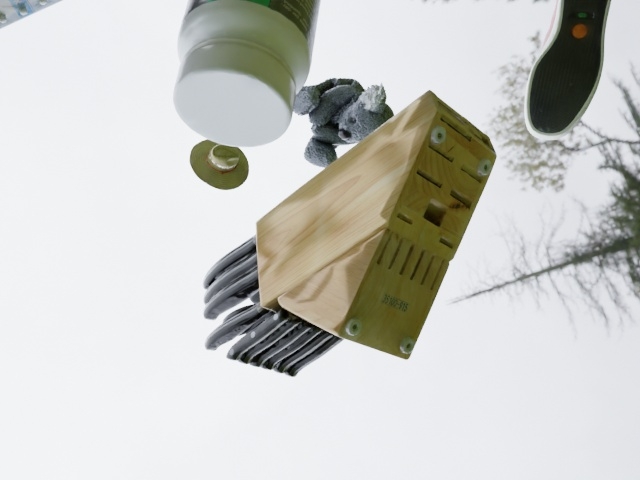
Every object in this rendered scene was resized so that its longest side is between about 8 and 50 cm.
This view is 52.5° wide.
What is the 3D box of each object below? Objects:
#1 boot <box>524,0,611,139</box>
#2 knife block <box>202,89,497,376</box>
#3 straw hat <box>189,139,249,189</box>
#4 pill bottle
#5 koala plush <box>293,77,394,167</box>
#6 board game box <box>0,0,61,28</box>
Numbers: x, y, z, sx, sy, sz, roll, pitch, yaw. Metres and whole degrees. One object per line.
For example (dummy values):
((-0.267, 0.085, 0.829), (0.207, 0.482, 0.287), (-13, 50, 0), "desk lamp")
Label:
((0.353, -0.259, 0.925), (0.176, 0.089, 0.244), (-13, -62, -73), "boot")
((0.000, 0.000, 0.596), (0.088, 0.242, 0.275), (25, -92, -39), "knife block")
((-0.223, -0.189, 1.489), (0.145, 0.061, 0.144), (10, -116, -22), "straw hat")
((-0.106, -0.338, 1.006), (0.204, 0.204, 0.360), (29, -126, -35), "pill bottle")
((0.082, -0.273, 1.452), (0.203, 0.221, 0.196), (-33, -58, -27), "koala plush")
((-0.528, -0.463, 0.993), (0.390, 0.390, 0.050), (-30, -108, -10), "board game box")
